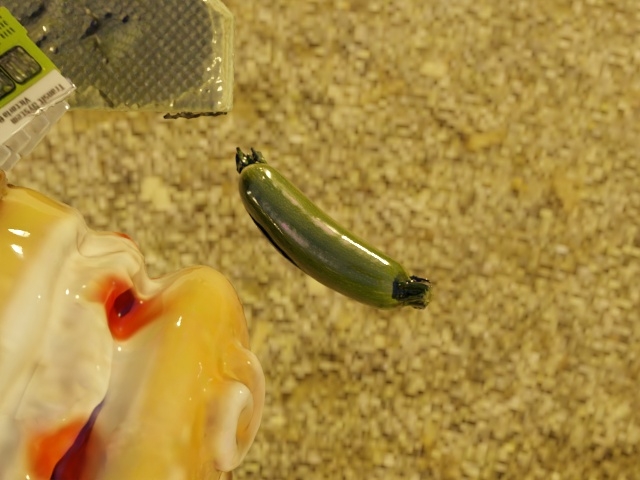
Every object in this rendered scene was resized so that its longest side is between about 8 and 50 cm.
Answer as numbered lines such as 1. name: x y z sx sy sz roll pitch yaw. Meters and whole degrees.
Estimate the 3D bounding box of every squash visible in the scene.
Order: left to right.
1. squash: 0.000 0.002 1.931 0.071 0.080 0.318 -34 57 -32

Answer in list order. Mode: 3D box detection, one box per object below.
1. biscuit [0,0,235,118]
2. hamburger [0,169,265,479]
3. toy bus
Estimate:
1. biscuit: -0.195 -0.182 1.453 0.252 0.052 0.150 3 91 15
2. hamburger: -0.138 0.109 0.921 0.186 0.261 0.303 21 13 -9
3. toy bus: -0.297 -0.059 1.238 0.139 0.113 0.302 45 37 -4
